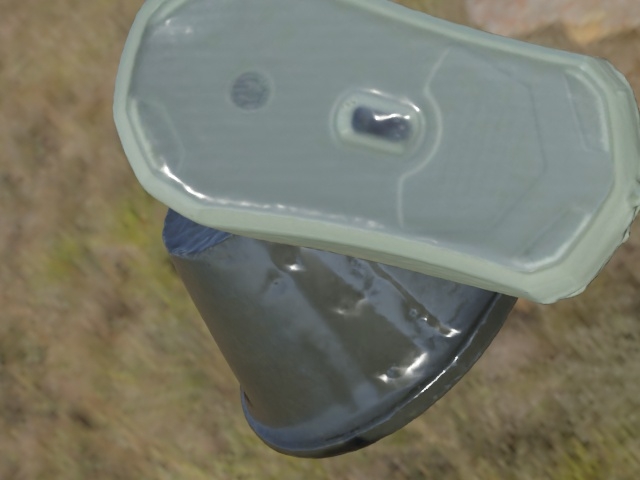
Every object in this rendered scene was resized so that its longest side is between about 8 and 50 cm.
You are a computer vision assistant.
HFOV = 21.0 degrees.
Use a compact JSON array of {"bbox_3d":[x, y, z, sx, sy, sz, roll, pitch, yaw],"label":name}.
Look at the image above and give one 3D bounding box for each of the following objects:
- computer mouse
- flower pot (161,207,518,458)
[{"bbox_3d":[0.026,-0.035,0.556,0.056,0.182,0.089,-69,-6,-88],"label":"computer mouse"},{"bbox_3d":[0.000,0.000,1.187,0.269,0.166,0.269,-35,31,24],"label":"flower pot"}]
